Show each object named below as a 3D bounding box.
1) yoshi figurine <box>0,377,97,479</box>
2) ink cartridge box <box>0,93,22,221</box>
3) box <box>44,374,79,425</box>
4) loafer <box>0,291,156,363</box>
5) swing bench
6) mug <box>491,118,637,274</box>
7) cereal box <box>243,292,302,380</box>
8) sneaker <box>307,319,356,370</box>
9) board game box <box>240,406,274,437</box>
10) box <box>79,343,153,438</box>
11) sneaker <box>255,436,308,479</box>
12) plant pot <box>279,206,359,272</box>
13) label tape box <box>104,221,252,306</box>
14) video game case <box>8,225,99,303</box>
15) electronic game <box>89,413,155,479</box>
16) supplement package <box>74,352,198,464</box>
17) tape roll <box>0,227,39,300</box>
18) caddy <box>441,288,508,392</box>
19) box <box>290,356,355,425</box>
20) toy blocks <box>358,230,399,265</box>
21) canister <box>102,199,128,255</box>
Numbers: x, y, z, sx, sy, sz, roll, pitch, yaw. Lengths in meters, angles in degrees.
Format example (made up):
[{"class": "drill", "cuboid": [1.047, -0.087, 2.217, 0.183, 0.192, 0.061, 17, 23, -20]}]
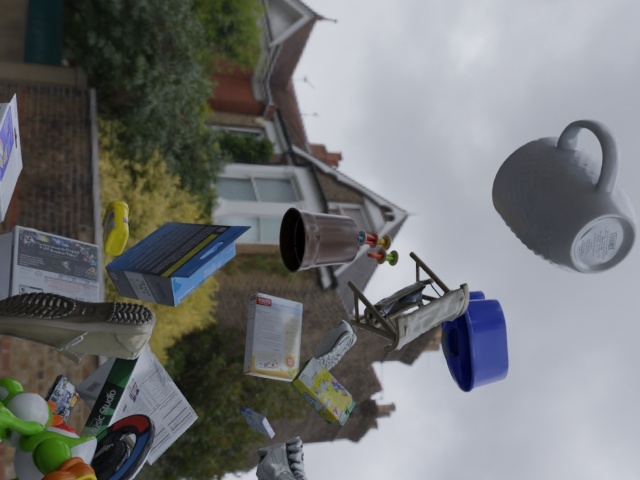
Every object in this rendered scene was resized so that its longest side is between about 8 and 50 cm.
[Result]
[{"class": "yoshi figurine", "cuboid": [-0.589, 0.408, 1.303, 0.362, 0.203, 0.203, 34, -98, 35]}, {"class": "ink cartridge box", "cuboid": [-0.693, -0.182, 1.462, 0.208, 0.045, 0.206, -100, -161, -49]}, {"class": "box", "cuboid": [-0.803, 0.497, 2.084, 0.027, 0.094, 0.137, -16, -144, 25]}, {"class": "loafer", "cuboid": [-0.407, 0.149, 1.100, 0.102, 0.269, 0.092, -90, -173, -72]}, {"class": "swing bench", "cuboid": [0.253, 0.190, 1.957, 0.255, 0.253, 0.165, 36, -40, 49]}, {"class": "mug", "cuboid": [0.623, -0.113, 1.658, 0.328, 0.276, 0.374, -109, -158, -58]}, {"class": "cereal box", "cuboid": [-0.139, 0.289, 2.019, 0.047, 0.173, 0.240, -23, -123, 49]}, {"class": "sneaker", "cuboid": [0.030, 0.401, 2.514, 0.235, 0.090, 0.095, -43, -136, 7]}, {"class": "board game box", "cuboid": [-0.188, 0.546, 2.027, 0.090, 0.020, 0.090, 16, -39, 36]}, {"class": "box", "cuboid": [-0.507, 0.405, 1.669, 0.232, 0.058, 0.322, 112, -4, -66]}, {"class": "sneaker", "cuboid": [-0.086, 0.562, 1.542, 0.292, 0.118, 0.110, -117, -153, -73]}, {"class": "plant pot", "cuboid": [0.000, 0.000, 1.743, 0.167, 0.165, 0.167, -2, -92, 64]}, {"class": "label tape box", "cuboid": [-0.349, 0.057, 1.734, 0.334, 0.240, 0.106, 5, -55, 39]}, {"class": "video game case", "cuboid": [-0.565, 0.067, 1.444, 0.022, 0.190, 0.173, -34, -127, 35]}, {"class": "electronic game", "cuboid": [-0.441, 0.457, 1.410, 0.048, 0.229, 0.229, 55, -9, -24]}, {"class": "supplement package", "cuboid": [-0.548, 0.487, 2.019, 0.199, 0.198, 0.262, -2, -56, 49]}, {"class": "tape roll", "cuboid": [-0.771, 0.114, 1.790, 0.286, 0.100, 0.286, -15, 90, -87]}, {"class": "caddy", "cuboid": [0.477, 0.320, 2.196, 0.241, 0.179, 0.341, -143, -135, -74]}, {"class": "box", "cuboid": [0.011, 0.413, 1.829, 0.043, 0.179, 0.105, -44, -178, 37]}, {"class": "toy blocks", "cuboid": [0.165, 0.023, 2.156, 0.054, 0.148, 0.123, -57, -142, 34]}, {"class": "canister", "cuboid": [-0.716, -0.042, 2.363, 0.126, 0.073, 0.170, -61, -150, 27]}]
